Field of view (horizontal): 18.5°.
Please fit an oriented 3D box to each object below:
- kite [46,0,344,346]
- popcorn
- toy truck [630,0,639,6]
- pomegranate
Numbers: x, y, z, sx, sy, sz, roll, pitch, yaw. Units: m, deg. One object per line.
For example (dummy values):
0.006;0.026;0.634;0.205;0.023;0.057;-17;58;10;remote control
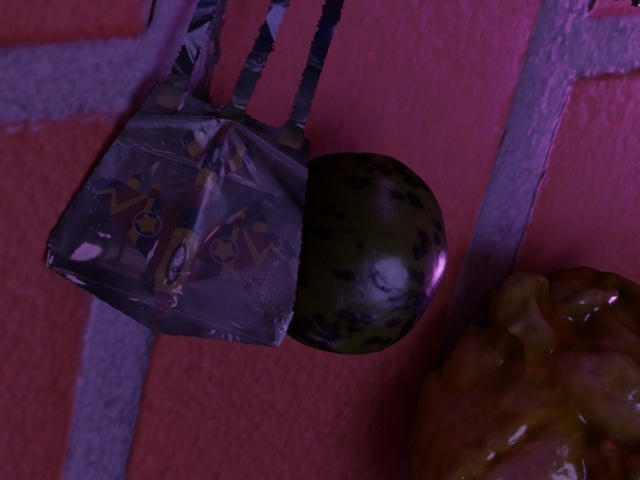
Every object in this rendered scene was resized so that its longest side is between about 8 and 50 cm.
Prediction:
-0.050;-0.060;1.054;0.141;0.015;0.245;19;106;-9;kite
0.172;0.147;1.318;0.259;0.212;0.259;-28;144;-23;popcorn
0.189;-0.182;1.196;0.024;0.032;0.083;-23;133;-20;toy truck
0.000;0.000;1.124;0.161;0.122;0.122;21;108;-22;pomegranate
